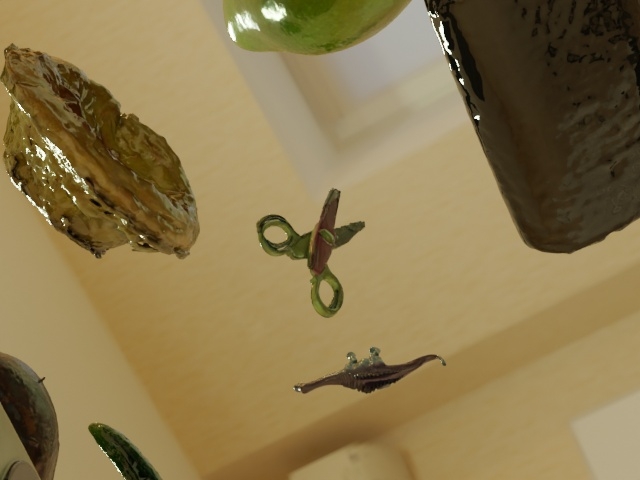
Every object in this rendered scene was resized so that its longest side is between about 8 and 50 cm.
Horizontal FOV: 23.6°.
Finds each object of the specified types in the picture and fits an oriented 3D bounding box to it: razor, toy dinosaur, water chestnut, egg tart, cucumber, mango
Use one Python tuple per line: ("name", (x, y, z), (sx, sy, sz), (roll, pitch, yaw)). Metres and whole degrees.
("razor", (0.203, -0.154, 1.319), (0.107, 0.189, 0.327), (39, 157, 58))
("toy dinosaur", (0.062, 0.166, 1.924), (0.080, 0.197, 0.045), (-67, -35, -70))
("water chestnut", (-0.419, 0.245, 1.868), (0.224, 0.223, 0.238), (64, -158, 5))
("egg tart", (-0.205, -0.066, 1.349), (0.241, 0.106, 0.241), (46, -171, -9))
("cucumber", (-0.217, 0.275, 1.822), (0.168, 0.039, 0.039), (48, -171, 17))
("mango", (0.000, -0.262, 1.443), (0.156, 0.343, 0.192), (23, -113, -19))

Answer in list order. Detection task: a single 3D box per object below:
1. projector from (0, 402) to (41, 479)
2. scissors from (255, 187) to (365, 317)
("projector", (-0.268, 0.295, 1.234), (0.259, 0.079, 0.257), (81, -176, -55))
("scissors", (0.000, 0.000, 1.727), (0.133, 0.020, 0.187), (51, -146, -7))
